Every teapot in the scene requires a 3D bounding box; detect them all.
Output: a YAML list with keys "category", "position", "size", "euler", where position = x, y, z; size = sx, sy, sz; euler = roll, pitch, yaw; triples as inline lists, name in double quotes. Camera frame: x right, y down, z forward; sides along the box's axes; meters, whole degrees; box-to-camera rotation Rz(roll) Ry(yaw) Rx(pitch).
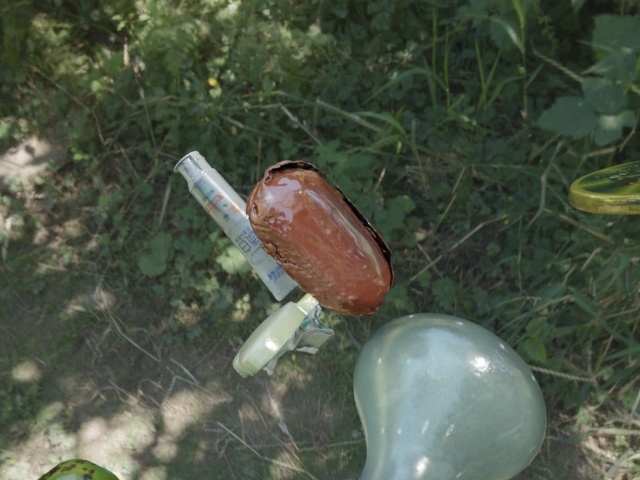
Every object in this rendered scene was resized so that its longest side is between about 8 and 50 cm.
- category: "teapot"
  position: [0.082, 0.190, 0.546]
  size: [0.183, 0.183, 0.251]
  euler: [23, 45, 17]

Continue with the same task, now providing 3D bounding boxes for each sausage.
- category: "sausage"
  position: [0.000, 0.000, 0.499]
  size: [0.141, 0.076, 0.076]
  euler: [47, 66, -18]

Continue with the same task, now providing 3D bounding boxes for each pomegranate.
- category: "pomegranate"
  position: [-0.287, 0.316, 0.762]
  size: [0.122, 0.161, 0.122]
  euler: [0, 92, -2]

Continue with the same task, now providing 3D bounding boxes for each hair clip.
- category: "hair clip"
  position: [-0.038, 0.124, 0.867]
  size: [0.071, 0.218, 0.159]
  euler: [44, 106, 11]

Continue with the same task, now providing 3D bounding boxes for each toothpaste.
- category: "toothpaste"
  position: [-0.153, -0.032, 1.225]
  size: [0.100, 0.066, 0.323]
  euler: [-43, 87, 23]

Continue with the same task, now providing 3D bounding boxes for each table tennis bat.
- category: "table tennis bat"
  position: [0.411, -0.060, 0.692]
  size: [0.198, 0.321, 0.050]
  euler: [-17, 102, -13]
